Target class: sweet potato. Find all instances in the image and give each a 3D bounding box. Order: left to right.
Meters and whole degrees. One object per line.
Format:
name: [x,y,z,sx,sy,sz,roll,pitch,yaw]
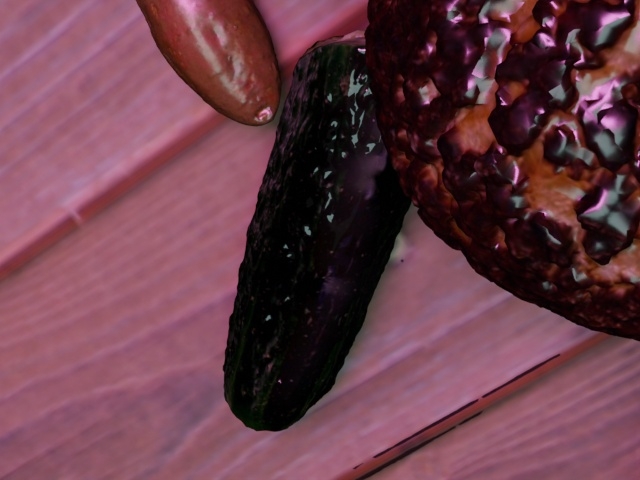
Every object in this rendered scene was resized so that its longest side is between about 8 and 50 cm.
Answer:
sweet potato: [-0.077,-0.145,0.560,0.050,0.050,0.214,-24,107,16]

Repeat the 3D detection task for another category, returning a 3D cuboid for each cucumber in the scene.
cucumber: [0.000,0.000,0.614,0.074,0.074,0.241,16,118,-4]

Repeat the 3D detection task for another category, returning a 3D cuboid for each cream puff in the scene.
cream puff: [0.135,-0.081,0.461,0.239,0.239,0.165,7,156,1]
